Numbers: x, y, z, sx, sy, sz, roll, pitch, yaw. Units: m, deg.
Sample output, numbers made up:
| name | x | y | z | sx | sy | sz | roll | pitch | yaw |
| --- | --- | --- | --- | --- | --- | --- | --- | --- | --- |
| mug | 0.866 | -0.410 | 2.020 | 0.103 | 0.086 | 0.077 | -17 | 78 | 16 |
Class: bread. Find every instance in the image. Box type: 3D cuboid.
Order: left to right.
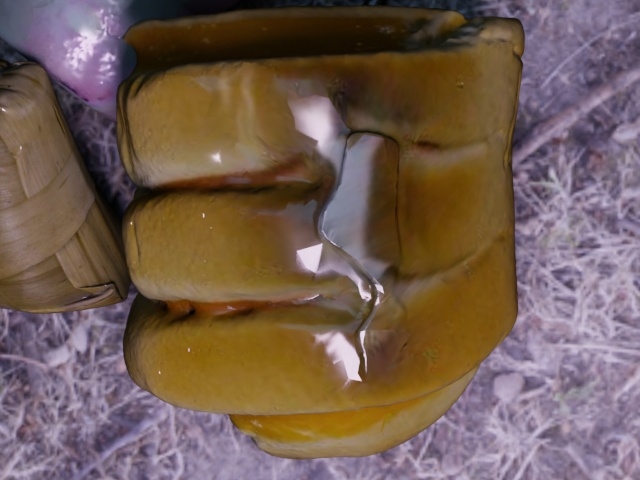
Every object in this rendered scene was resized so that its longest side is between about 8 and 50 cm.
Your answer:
| name | x | y | z | sx | sy | sz | roll | pitch | yaw |
| --- | --- | --- | --- | --- | --- | --- | --- | --- | --- |
| bread | 0.000 | 0.000 | 1.375 | 0.301 | 0.210 | 0.341 | 3 | 97 | -7 |

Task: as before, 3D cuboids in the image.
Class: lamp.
| name | x | y | z | sx | sy | sz | roll | pitch | yaw |
| --- | --- | --- | --- | --- | --- | --- | --- | --- | --- |
| lamp | -0.139 | -0.261 | 1.473 | 0.247 | 0.247 | 0.301 | 39 | 94 | 40 |

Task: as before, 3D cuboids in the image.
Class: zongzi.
| name | x | y | z | sx | sy | sz | roll | pitch | yaw |
| --- | --- | --- | --- | --- | --- | --- | --- | --- | --- |
| zongzi | -0.290 | -0.039 | 1.499 | 0.256 | 0.228 | 0.115 | 1 | 44 | 24 |

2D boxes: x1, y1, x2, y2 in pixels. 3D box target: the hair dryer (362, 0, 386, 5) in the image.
| name | x | y | z | sx | sy | sz | roll | pitch | yaw |
| --- | --- | --- | --- | --- | --- | --- | --- | --- | --- |
| hair dryer | 0.119 | -0.274 | 1.504 | 0.196 | 0.078 | 0.248 | 32 | 100 | 17 |
